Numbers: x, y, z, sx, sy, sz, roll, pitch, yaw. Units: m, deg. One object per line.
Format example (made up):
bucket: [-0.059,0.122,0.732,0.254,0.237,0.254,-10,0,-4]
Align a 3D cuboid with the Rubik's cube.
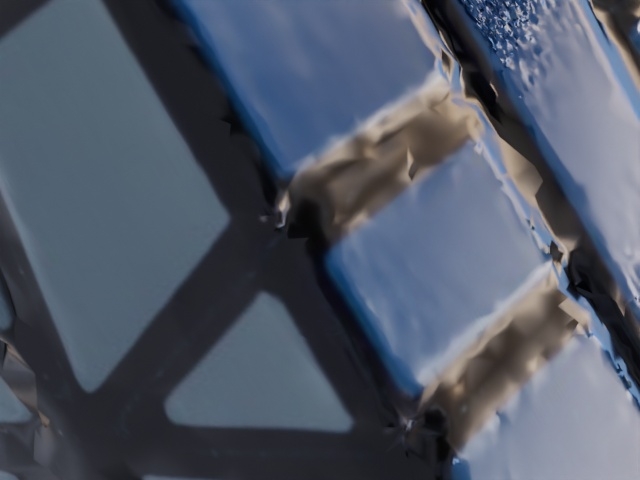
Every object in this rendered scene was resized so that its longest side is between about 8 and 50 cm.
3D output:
Rubik's cube: [0.000,0.000,0.638,0.293,0.283,0.288,-27,-82,46]
